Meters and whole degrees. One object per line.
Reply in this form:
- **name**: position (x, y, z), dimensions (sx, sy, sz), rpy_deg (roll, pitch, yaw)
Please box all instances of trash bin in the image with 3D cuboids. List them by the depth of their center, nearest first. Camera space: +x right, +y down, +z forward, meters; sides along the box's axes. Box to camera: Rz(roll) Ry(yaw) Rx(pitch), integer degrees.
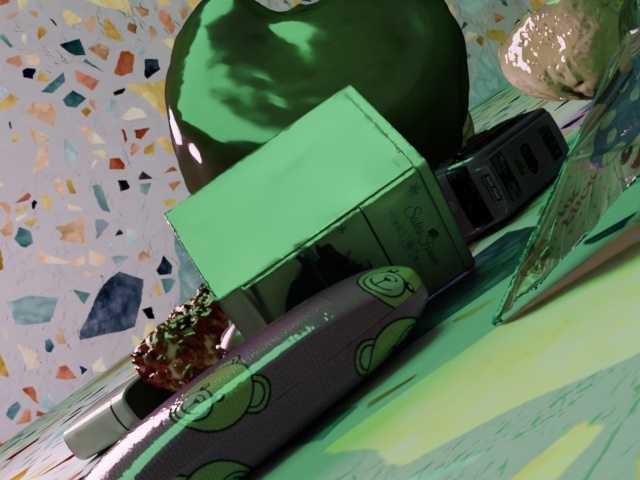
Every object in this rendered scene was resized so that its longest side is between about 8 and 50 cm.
- **trash bin**: position (-0.257, 0.222, 1.428), dimensions (0.130, 0.059, 0.116), rpy_deg (-33, 3, 32)

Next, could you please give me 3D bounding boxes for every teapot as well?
- **teapot**: position (-0.060, 0.113, 1.061), dimensions (0.068, 0.076, 0.121), rpy_deg (-46, 37, -15)

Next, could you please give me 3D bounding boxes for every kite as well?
- **kite**: position (0.201, -0.068, 0.659), dimensions (0.335, 0.011, 0.314), rpy_deg (-55, 12, 32)

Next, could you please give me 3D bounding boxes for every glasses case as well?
- **glasses case**: position (-0.050, 0.119, 0.817), dimensions (0.316, 0.075, 0.123), rpy_deg (-36, 5, -20)

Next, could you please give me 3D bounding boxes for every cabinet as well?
- **cabinet**: position (0.000, 0.000, 0.971), dimensions (0.206, 0.145, 0.150), rpy_deg (-35, 46, -3)

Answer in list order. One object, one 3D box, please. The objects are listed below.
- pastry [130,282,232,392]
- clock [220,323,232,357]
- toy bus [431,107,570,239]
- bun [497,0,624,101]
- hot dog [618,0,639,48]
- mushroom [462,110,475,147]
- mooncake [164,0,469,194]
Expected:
- **pastry**: position (-0.142, 0.114, 1.396), dimensions (0.208, 0.115, 0.097), rpy_deg (-38, -19, -30)
- **clock**: position (-0.006, 0.069, 1.220), dimensions (0.244, 0.056, 0.244), rpy_deg (-34, 6, 4)
- **toy bus**: position (0.184, -0.072, 1.143), dimensions (0.098, 0.086, 0.178), rpy_deg (-22, 10, 45)
- **bun**: position (0.385, -0.276, 1.502), dimensions (0.259, 0.152, 0.259), rpy_deg (-28, -7, -4)
- **hot dog**: position (0.351, -0.214, 1.122), dimensions (0.075, 0.144, 0.268), rpy_deg (-6, 8, 13)
- **mushroom**: position (0.094, -0.067, 1.385), dimensions (0.254, 0.195, 0.189), rpy_deg (-38, -29, -9)
- **mooncake**: position (-0.001, -0.151, 1.234), dimensions (0.351, 0.351, 0.187), rpy_deg (-36, -35, -20)
